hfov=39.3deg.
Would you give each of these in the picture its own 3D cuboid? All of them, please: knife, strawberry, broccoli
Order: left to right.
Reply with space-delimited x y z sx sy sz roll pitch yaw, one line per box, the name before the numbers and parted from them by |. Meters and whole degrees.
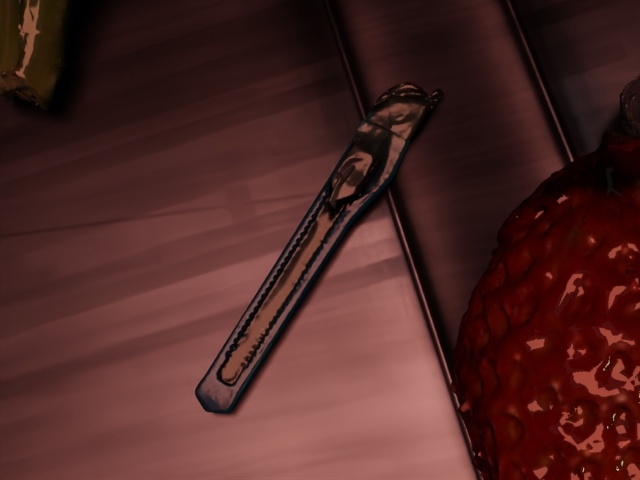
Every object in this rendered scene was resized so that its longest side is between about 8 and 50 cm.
broccoli | -0.214 -0.257 0.718 0.145 0.165 0.304 10 88 -21
knife | 0.000 0.000 0.659 0.044 0.026 0.297 31 80 4
strawberry | 0.200 0.092 0.499 0.250 0.238 0.288 0 87 12

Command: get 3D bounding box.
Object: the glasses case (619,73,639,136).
glasses case | 0.300 -0.090 0.529 0.109 0.282 0.067 -27 107 -20
